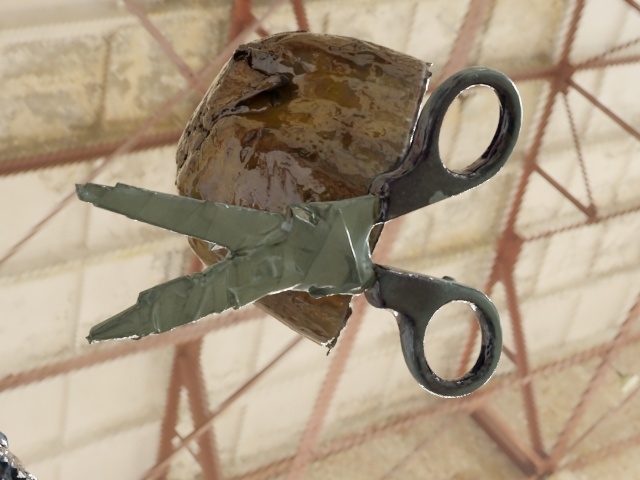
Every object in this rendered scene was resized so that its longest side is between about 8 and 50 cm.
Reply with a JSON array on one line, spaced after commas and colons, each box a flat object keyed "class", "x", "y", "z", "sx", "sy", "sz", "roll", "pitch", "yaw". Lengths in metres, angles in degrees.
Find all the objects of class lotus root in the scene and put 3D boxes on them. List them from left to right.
[{"class": "lotus root", "x": -0.024, "y": -0.062, "z": 1.102, "sx": 0.272, "sy": 0.192, "sz": 0.272, "roll": -63, "pitch": 5, "yaw": 10}]

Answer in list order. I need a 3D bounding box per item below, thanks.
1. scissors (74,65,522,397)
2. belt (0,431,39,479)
[{"class": "scissors", "x": 0.000, "y": 0.000, "z": 0.911, "sx": 0.383, "sy": 0.029, "sz": 0.256, "roll": -2, "pitch": -79, "yaw": -39}, {"class": "belt", "x": -0.156, "y": 0.110, "z": 0.459, "sx": 0.122, "sy": 0.128, "sz": 0.218, "roll": -50, "pitch": -25, "yaw": -18}]
